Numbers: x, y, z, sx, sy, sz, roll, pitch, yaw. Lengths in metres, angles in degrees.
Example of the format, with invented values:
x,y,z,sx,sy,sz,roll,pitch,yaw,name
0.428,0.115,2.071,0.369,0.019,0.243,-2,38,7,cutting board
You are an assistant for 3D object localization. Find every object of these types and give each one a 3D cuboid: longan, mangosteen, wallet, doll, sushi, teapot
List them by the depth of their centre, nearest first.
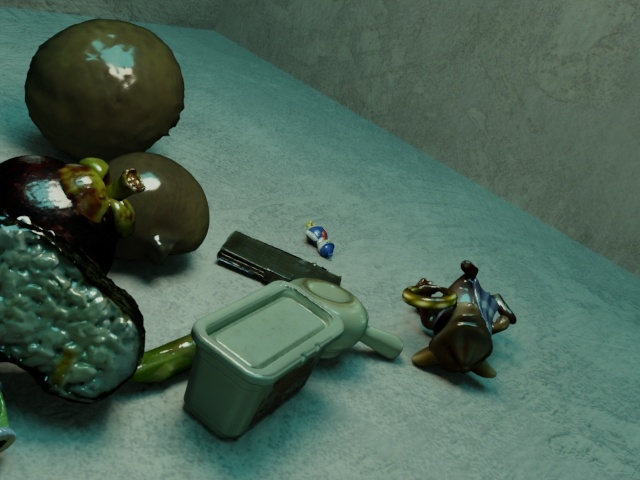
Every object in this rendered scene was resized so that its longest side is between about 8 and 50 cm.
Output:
x,y,z,sx,sy,sz,roll,pitch,yaw,name
-0.435,0.105,1.064,0.350,0.211,0.171,40,-5,-24,sushi
-0.507,-0.025,1.283,0.297,0.297,0.313,34,38,22,mangosteen
0.048,0.192,1.488,0.318,0.149,0.220,20,17,-2,teapot
-0.392,-0.070,1.531,0.300,0.243,0.300,14,39,-12,longan
0.350,0.185,1.685,0.318,0.209,0.340,22,27,5,doll
-0.101,0.071,1.728,0.317,0.044,0.169,24,21,-2,wallet
-0.571,-0.402,1.848,0.404,0.404,0.436,31,25,17,longan
0.000,0.000,1.940,0.099,0.057,0.143,21,26,-41,doll

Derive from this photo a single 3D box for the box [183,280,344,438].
x,y,z,sx,sy,sz,roll,pitch,yaw,name
-0.112,0.223,1.256,0.175,0.182,0.312,33,28,20,box

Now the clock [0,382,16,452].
x,y,z,sx,sy,sz,roll,pitch,yaw,name
-0.541,0.222,0.935,0.195,0.100,0.194,53,20,18,clock

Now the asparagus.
x,y,z,sx,sy,sz,roll,pitch,yaw,name
-0.248,0.210,1.289,0.082,0.085,0.343,48,39,17,asparagus
